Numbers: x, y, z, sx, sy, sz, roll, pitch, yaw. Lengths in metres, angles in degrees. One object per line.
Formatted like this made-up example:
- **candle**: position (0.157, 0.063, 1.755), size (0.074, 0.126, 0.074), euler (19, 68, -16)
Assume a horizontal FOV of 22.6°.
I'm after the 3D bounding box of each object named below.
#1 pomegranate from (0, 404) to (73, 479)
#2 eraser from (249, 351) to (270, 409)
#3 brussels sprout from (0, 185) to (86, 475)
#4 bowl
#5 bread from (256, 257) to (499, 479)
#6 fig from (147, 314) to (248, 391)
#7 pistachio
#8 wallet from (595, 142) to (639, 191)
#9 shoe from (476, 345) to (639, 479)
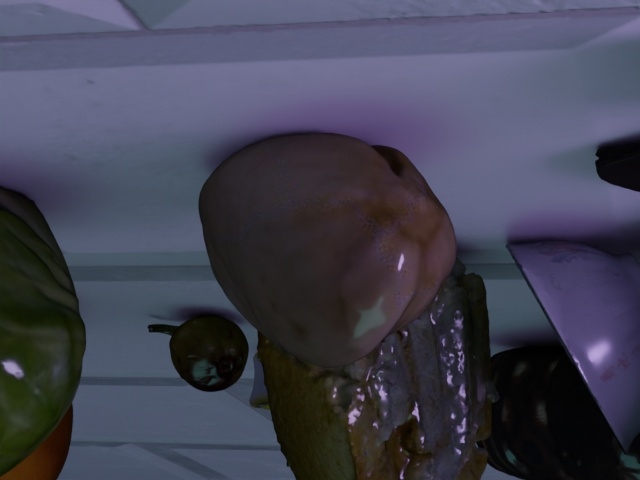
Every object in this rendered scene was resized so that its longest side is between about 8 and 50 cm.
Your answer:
- **pomegranate**: position (-0.372, 0.177, 1.546), size (0.264, 0.264, 0.264), euler (3, 164, 1)
- **eraser**: position (0.052, 0.159, 1.735), size (0.226, 0.069, 0.158), euler (14, 164, -32)
- **brussels sprout**: position (-0.283, 0.068, 1.193), size (0.244, 0.244, 0.244), euler (3, 164, 1)
- **bowl**: position (0.227, 0.065, 1.254), size (0.086, 0.189, 0.189), euler (-29, 158, 6)
- **bread**: position (0.056, 0.119, 1.289), size (0.186, 0.257, 0.124), euler (-11, -176, -37)
- **fig**: position (-0.118, 0.106, 1.602), size (0.084, 0.082, 0.098), euler (-7, -153, -34)
- **pistachio**: position (0.000, 0.000, 1.076), size (0.138, 0.153, 0.238), euler (25, -178, -31)
- **wallet**: position (0.255, -0.056, 1.029), size (0.082, 0.018, 0.157), euler (16, 160, -39)
- **shoe**: position (0.356, 0.204, 1.637), size (0.384, 0.171, 0.237), euler (26, 158, -36)
